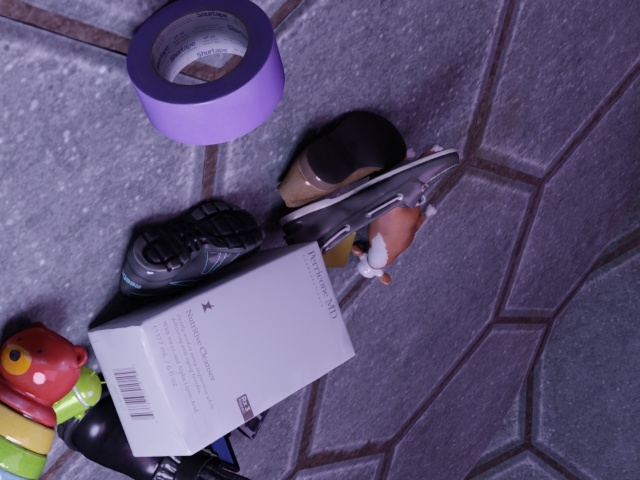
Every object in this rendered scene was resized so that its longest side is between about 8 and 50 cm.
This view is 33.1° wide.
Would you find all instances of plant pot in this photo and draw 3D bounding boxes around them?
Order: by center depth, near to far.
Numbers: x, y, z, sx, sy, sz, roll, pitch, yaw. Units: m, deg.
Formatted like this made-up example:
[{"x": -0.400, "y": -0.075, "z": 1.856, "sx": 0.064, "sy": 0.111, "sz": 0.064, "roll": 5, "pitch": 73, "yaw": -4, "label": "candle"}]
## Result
[{"x": 0.000, "y": 0.000, "z": 1.919, "sx": 0.083, "sy": 0.081, "sz": 0.081, "roll": -10, "pitch": 129, "yaw": -35, "label": "plant pot"}]

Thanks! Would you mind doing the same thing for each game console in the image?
[{"x": -0.173, "y": 0.356, "z": 2.027, "sx": 0.085, "sy": 0.124, "sz": 0.144, "roll": -30, "pitch": 152, "yaw": 9, "label": "game console"}]

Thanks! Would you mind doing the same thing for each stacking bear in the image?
[{"x": -0.431, "y": 0.249, "z": 1.458, "sx": 0.289, "sy": 0.175, "sz": 0.164, "roll": -59, "pitch": 150, "yaw": -9, "label": "stacking bear"}]

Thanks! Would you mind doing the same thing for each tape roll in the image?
[{"x": -0.143, "y": -0.218, "z": 1.359, "sx": 0.189, "sy": 0.189, "sz": 0.080, "roll": -44, "pitch": 150, "yaw": -19, "label": "tape roll"}]

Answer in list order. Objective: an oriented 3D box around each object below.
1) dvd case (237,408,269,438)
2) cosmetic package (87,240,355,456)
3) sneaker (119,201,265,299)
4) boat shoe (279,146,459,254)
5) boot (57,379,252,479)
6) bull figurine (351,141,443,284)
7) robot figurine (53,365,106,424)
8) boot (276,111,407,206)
[{"x": -0.130, "y": 0.250, "z": 1.991, "sx": 0.179, "sy": 0.029, "sz": 0.239, "roll": -60, "pitch": 152, "yaw": -18, "label": "dvd case"}, {"x": -0.144, "y": 0.162, "z": 1.691, "sx": 0.385, "sy": 0.156, "sz": 0.217, "roll": -27, "pitch": 100, "yaw": -42, "label": "cosmetic package"}, {"x": -0.200, "y": 0.017, "z": 1.644, "sx": 0.267, "sy": 0.101, "sz": 0.106, "roll": -19, "pitch": 153, "yaw": -44, "label": "sneaker"}, {"x": 0.094, "y": -0.058, "z": 1.846, "sx": 0.335, "sy": 0.096, "sz": 0.112, "roll": -23, "pitch": 180, "yaw": -5, "label": "boat shoe"}, {"x": -0.246, "y": 0.364, "z": 1.734, "sx": 0.131, "sy": 0.260, "sz": 0.348, "roll": -52, "pitch": 152, "yaw": -5, "label": "boot"}, {"x": 0.145, "y": -0.056, "z": 2.053, "sx": 0.188, "sy": 0.101, "sz": 0.310, "roll": -49, "pitch": 160, "yaw": -31, "label": "bull figurine"}, {"x": -0.373, "y": 0.226, "z": 1.580, "sx": 0.115, "sy": 0.067, "sz": 0.101, "roll": -28, "pitch": 152, "yaw": 0, "label": "robot figurine"}, {"x": 0.036, "y": -0.137, "z": 1.844, "sx": 0.115, "sy": 0.112, "sz": 0.305, "roll": -38, "pitch": 173, "yaw": 40, "label": "boot"}]
